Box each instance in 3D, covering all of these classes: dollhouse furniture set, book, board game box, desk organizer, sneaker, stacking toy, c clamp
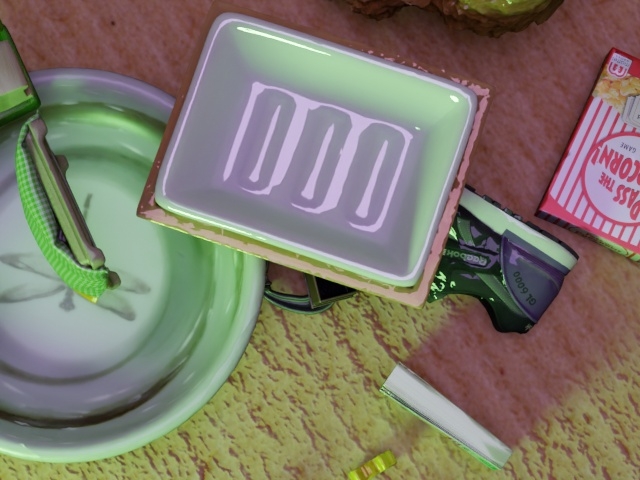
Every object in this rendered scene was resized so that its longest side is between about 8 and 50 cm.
[{"bbox_3d":[-0.320,-0.064,1.611,0.151,0.197,0.301,-25,83,-5],"label":"dollhouse furniture set"},{"bbox_3d":[0.127,0.182,1.736,0.144,0.096,0.035,35,83,5],"label":"book"},{"bbox_3d":[0.332,-0.085,1.797,0.146,0.045,0.193,24,83,3],"label":"board game box"},{"bbox_3d":[0.000,0.000,1.764,0.047,0.050,0.130,-14,86,-10],"label":"desk organizer"},{"bbox_3d":[0.117,-0.005,1.759,0.283,0.107,0.124,31,89,3],"label":"sneaker"},{"bbox_3d":[0.016,0.337,1.729,0.221,0.052,0.167,-29,82,-10],"label":"stacking toy"},{"bbox_3d":[-0.037,-0.002,1.797,0.137,0.022,0.161,2,83,-7],"label":"c clamp"}]

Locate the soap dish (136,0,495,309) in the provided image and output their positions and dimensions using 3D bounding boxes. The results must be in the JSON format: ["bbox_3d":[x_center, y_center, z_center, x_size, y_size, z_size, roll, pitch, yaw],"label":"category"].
[{"bbox_3d":[-0.003,-0.081,1.652,0.290,0.118,0.229,18,82,5],"label":"soap dish"}]

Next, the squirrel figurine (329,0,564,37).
[{"bbox_3d":[0.137,-0.410,1.732,0.370,0.281,0.397,34,81,10],"label":"squirrel figurine"}]

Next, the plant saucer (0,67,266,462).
[{"bbox_3d":[-0.255,0.027,1.749,0.400,0.100,0.400,0,83,-1],"label":"plant saucer"}]
